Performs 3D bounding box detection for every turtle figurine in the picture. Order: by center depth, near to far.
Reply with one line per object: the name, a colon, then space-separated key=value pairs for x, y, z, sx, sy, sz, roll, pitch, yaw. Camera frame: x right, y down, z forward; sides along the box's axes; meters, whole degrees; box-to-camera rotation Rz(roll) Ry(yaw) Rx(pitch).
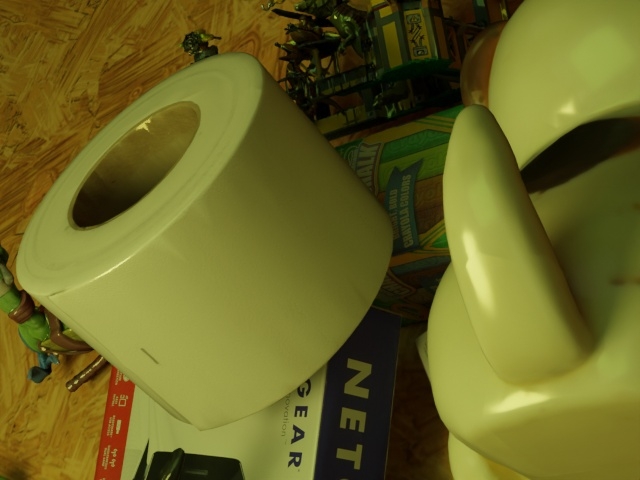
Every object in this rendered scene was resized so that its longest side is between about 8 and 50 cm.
turtle figurine: x=-0.258 y=0.010 z=1.202 sx=0.266 sy=0.197 sz=0.275 roll=-15 pitch=59 yaw=41

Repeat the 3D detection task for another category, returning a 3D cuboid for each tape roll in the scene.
tape roll: x=-0.089 y=-0.003 z=0.865 sx=0.246 sy=0.169 sz=0.246 roll=-30 pitch=31 yaw=20

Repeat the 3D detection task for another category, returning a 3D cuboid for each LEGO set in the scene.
LEGO set: x=0.025 y=-0.216 z=1.058 sx=0.331 sy=0.254 sz=0.192 roll=-16 pitch=83 yaw=46

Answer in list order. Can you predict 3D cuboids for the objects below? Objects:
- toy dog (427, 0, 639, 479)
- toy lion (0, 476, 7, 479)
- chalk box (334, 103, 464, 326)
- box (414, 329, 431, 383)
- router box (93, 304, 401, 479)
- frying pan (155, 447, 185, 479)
toy dog: x=0.190 y=-0.007 z=0.715 sx=0.284 sy=0.395 sz=0.408 roll=-32 pitch=34 yaw=40
toy lion: x=-0.386 y=0.295 z=1.221 sx=0.096 sy=0.100 sz=0.034 roll=-63 pitch=27 yaw=14
chalk box: x=0.087 y=-0.015 z=0.977 sx=0.213 sy=0.132 sz=0.132 roll=-16 pitch=57 yaw=32
box: x=0.159 y=0.192 z=0.844 sx=0.067 sy=0.063 sz=0.324 roll=-38 pitch=47 yaw=19
router box: x=-0.082 y=0.221 z=0.954 sx=0.301 sy=0.082 sz=0.336 roll=-9 pitch=69 yaw=46
frying pan: x=-0.166 y=0.304 z=0.870 sx=0.326 sy=0.053 sz=0.197 roll=-67 pitch=14 yaw=-5
